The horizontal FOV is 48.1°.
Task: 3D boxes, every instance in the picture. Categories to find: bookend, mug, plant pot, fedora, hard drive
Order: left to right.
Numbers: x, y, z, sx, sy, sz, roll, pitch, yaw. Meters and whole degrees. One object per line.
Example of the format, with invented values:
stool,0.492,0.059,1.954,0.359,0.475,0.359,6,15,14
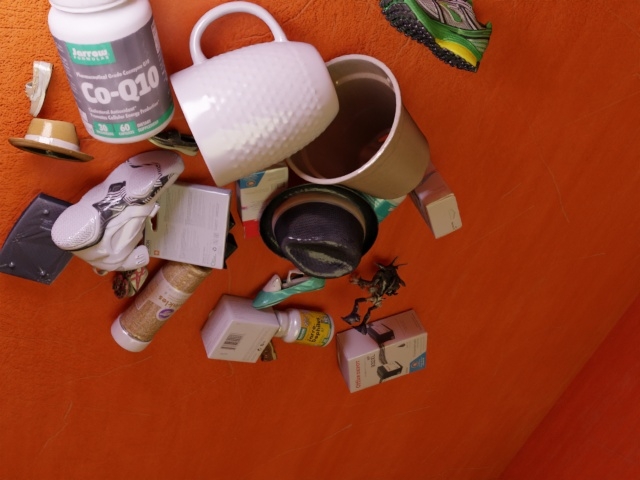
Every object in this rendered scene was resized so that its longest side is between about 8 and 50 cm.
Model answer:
hard drive,-0.707,-0.005,1.832,0.172,0.054,0.254,22,118,-39
fedora,-0.602,-0.231,1.621,0.194,0.194,0.079,12,86,-34
bookend,-0.284,-0.016,2.015,0.156,0.072,0.157,-44,135,18
mug,-0.156,-0.353,1.636,0.328,0.276,0.373,-23,105,-4
fedora,0.000,0.000,1.941,0.334,0.152,0.333,-3,131,-3
plant pot,0.120,-0.254,1.837,0.334,0.333,0.305,-41,147,15

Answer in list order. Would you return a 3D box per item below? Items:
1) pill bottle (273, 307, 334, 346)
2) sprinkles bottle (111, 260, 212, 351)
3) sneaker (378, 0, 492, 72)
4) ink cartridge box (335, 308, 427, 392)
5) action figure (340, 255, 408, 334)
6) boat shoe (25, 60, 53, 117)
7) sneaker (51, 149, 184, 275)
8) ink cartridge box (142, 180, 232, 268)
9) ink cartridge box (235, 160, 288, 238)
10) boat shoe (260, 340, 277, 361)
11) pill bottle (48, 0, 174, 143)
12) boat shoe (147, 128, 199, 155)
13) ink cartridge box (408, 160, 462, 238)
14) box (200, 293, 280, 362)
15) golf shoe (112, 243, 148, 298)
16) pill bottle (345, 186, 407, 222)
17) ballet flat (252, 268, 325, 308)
pill bottle,-0.067,0.286,2.380,0.209,0.117,0.117,13,124,-34
sprinkles bottle,-0.461,0.168,2.072,0.121,0.121,0.355,25,117,-40
sneaker,0.282,-0.551,1.757,0.344,0.134,0.146,23,93,-36
ink cartridge box,0.224,0.407,2.631,0.308,0.129,0.223,-17,137,-11
action figure,0.171,0.165,2.373,0.164,0.141,0.275,39,81,-36
boat shoe,-0.620,-0.333,1.566,0.045,0.050,0.135,16,121,-22
sneaker,-0.473,-0.063,1.809,0.366,0.137,0.210,-38,141,-9
ink cartridge box,-0.355,-0.046,1.904,0.224,0.045,0.223,10,114,1
ink cartridge box,-0.161,-0.122,1.968,0.134,0.078,0.231,-12,135,-15
boat shoe,-0.191,0.358,2.429,0.060,0.064,0.178,-22,140,-8
pill bottle,-0.434,-0.397,1.476,0.204,0.204,0.361,-17,136,-11
boat shoe,-0.363,-0.252,1.766,0.152,0.056,0.049,11,121,-45
ink cartridge box,0.320,-0.135,2.090,0.093,0.212,0.154,-27,138,0
box,-0.258,0.282,2.282,0.182,0.119,0.181,12,125,-35
golf shoe,-0.520,0.079,2.008,0.086,0.067,0.186,-17,144,-51
pill bottle,0.114,-0.093,2.079,0.146,0.146,0.264,27,115,-41
ballet flat,-0.106,0.138,2.259,0.248,0.083,0.087,-18,112,-10
